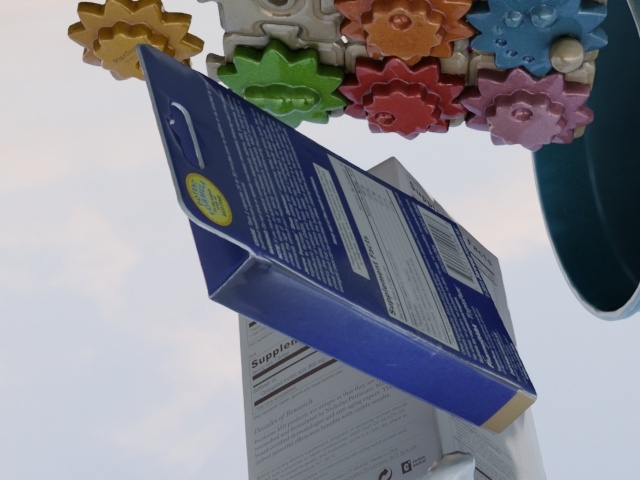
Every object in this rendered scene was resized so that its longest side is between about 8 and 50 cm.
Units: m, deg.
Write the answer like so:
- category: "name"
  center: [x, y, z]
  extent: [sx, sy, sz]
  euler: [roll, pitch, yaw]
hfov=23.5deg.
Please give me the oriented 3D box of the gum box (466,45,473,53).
- category: "gum box"
  center: [0.219, -0.184, 1.275]
  extent: [0.107, 0.188, 0.062]
  euler: [12, -139, -47]

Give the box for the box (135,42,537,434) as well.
- category: "box"
  center: [0.000, 0.000, 0.736]
  extent: [0.225, 0.036, 0.136]
  euler: [30, -154, -35]

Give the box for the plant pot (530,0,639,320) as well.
- category: "plant pot"
  center: [0.314, -0.089, 1.126]
  extent: [0.255, 0.271, 0.271]
  euler: [-6, -159, -10]

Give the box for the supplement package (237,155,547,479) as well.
- category: "supplement package"
  center: [0.042, 0.095, 0.959]
  extent: [0.134, 0.139, 0.244]
  euler: [-29, -138, 22]

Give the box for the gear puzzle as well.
- category: "gear puzzle"
  center: [0.005, -0.116, 0.957]
  extent: [0.339, 0.175, 0.044]
  euler: [5, -122, 6]

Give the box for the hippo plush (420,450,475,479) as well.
- category: "hippo plush"
  center: [0.102, 0.235, 0.702]
  extent: [0.237, 0.234, 0.294]
  euler: [19, 161, -22]
